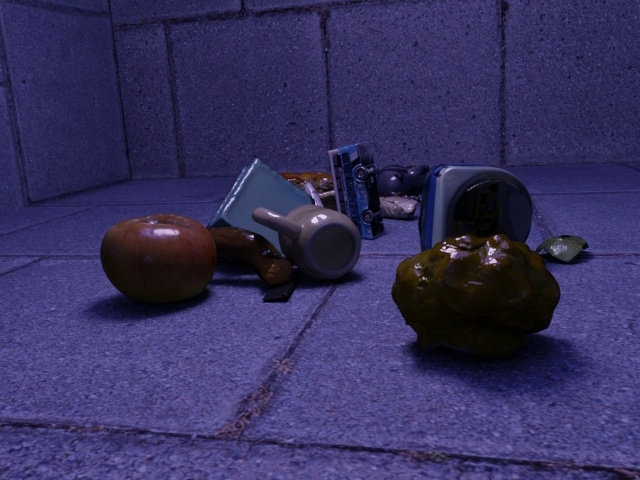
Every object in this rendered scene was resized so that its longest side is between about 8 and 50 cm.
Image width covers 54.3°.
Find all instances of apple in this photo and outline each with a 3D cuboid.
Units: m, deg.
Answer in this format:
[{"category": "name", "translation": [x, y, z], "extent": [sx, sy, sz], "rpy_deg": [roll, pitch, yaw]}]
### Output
[{"category": "apple", "translation": [-0.368, 0.043, 1.436], "extent": [0.261, 0.193, 0.261], "rpy_deg": [-1, 14, 0]}]

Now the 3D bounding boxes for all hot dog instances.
[{"category": "hot dog", "translation": [-0.067, -0.153, 2.258], "extent": [0.368, 0.196, 0.365], "rpy_deg": [0, 13, -10]}]

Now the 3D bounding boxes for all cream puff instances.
[{"category": "cream puff", "translation": [0.262, 0.112, 1.047], "extent": [0.282, 0.185, 0.281], "rpy_deg": [0, -28, 0]}]

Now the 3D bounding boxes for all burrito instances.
[{"category": "burrito", "translation": [0.209, -0.133, 2.329], "extent": [0.117, 0.076, 0.392], "rpy_deg": [-13, 15, -41]}]

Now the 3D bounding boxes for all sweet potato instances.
[{"category": "sweet potato", "translation": [-0.191, 0.020, 1.521], "extent": [0.286, 0.085, 0.112], "rpy_deg": [26, 34, 19]}]

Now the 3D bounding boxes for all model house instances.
[{"category": "model house", "translation": [-0.197, -0.035, 1.768], "extent": [0.249, 0.230, 0.280], "rpy_deg": [-38, 21, 54]}]

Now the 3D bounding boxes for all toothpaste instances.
[{"category": "toothpaste", "translation": [-0.003, -0.094, 2.009], "extent": [0.052, 0.218, 0.033], "rpy_deg": [-9, -29, -30]}]

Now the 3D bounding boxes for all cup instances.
[{"category": "cup", "translation": [-0.028, -0.027, 1.545], "extent": [0.173, 0.255, 0.202], "rpy_deg": [-43, 19, -7]}]

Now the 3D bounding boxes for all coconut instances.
[{"category": "coconut", "translation": [0.618, 0.016, 1.599], "extent": [0.133, 0.055, 0.158], "rpy_deg": [3, 13, 22]}]

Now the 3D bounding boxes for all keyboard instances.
[{"category": "keyboard", "translation": [-0.087, 0.109, 1.470], "extent": [0.060, 0.018, 0.195], "rpy_deg": [-9, 11, 10]}]

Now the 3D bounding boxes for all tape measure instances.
[{"category": "tape measure", "translation": [0.388, -0.057, 1.552], "extent": [0.262, 0.259, 0.138], "rpy_deg": [0, 13, -5]}]

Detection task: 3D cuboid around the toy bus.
[{"category": "toy bus", "translation": [0.117, -0.154, 1.965], "extent": [0.131, 0.297, 0.106], "rpy_deg": [-3, 11, 32]}]

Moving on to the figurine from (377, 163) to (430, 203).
[{"category": "figurine", "translation": [0.357, -0.231, 2.533], "extent": [0.265, 0.175, 0.197], "rpy_deg": [-6, 15, 29]}]
